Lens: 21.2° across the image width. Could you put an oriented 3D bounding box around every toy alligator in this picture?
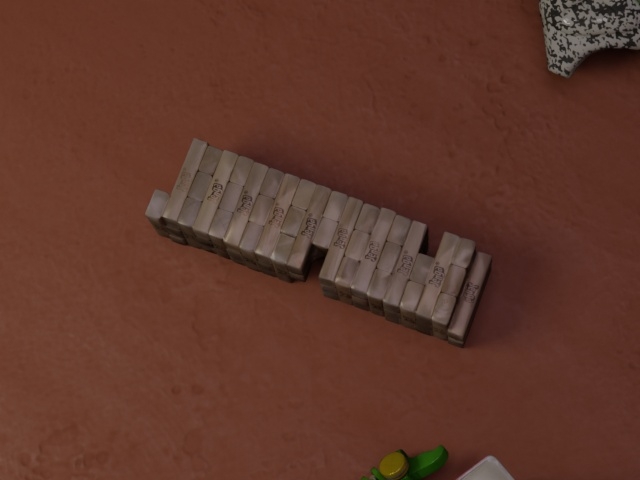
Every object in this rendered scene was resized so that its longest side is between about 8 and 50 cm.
[{"bbox_3d":[0.043,0.258,1.661,0.190,0.056,0.051,-42,34,-5],"label":"toy alligator"}]

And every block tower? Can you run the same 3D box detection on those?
[{"bbox_3d":[0.000,0.000,1.708,0.335,0.091,0.097,19,77,9],"label":"block tower"}]

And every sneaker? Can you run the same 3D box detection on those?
[{"bbox_3d":[0.403,-0.238,1.740,0.410,0.158,0.182,0,107,3],"label":"sneaker"}]

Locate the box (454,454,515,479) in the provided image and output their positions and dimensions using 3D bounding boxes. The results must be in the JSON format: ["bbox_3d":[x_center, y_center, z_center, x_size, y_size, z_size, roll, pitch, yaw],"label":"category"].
[{"bbox_3d":[0.151,0.299,1.545,0.127,0.232,0.148,-38,76,-5],"label":"box"}]
